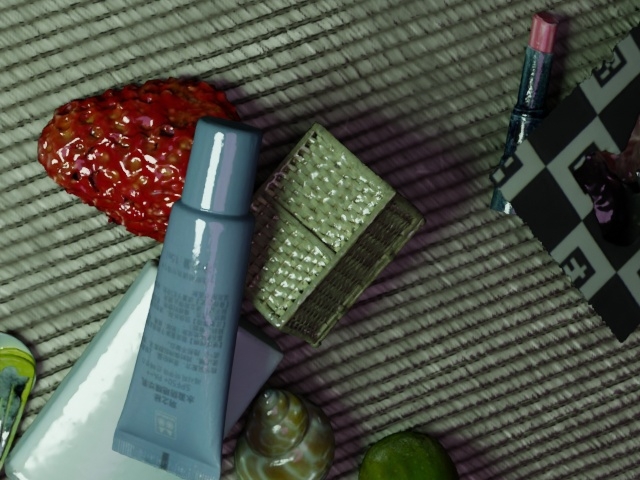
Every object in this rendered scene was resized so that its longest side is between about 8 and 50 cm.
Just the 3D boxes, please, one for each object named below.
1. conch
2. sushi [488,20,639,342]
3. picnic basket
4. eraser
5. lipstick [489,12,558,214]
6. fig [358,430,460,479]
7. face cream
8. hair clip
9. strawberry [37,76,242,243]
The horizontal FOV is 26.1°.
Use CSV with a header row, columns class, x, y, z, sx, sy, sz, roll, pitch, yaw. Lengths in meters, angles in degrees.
class,x,y,z,sx,sy,sz,roll,pitch,yaw
conch,-0.041,0.245,1.615,0.116,0.106,0.173,26,112,1
sushi,0.371,-0.115,1.625,0.373,0.100,0.296,-47,118,-9
picnic basket,0.000,0.000,1.528,0.134,0.154,0.196,41,93,22
eraser,-0.198,0.189,1.562,0.189,0.104,0.290,36,94,-12
lipstick,0.244,-0.147,1.608,0.053,0.053,0.234,7,98,-14
fig,0.112,0.304,1.634,0.123,0.156,0.123,-4,111,-9
face cream,-0.130,0.064,1.444,0.136,0.086,0.385,17,104,22
hair clip,-0.363,0.194,1.562,0.060,0.033,0.188,14,98,-18
strawberry,-0.186,-0.081,1.491,0.236,0.111,0.190,7,105,-14
